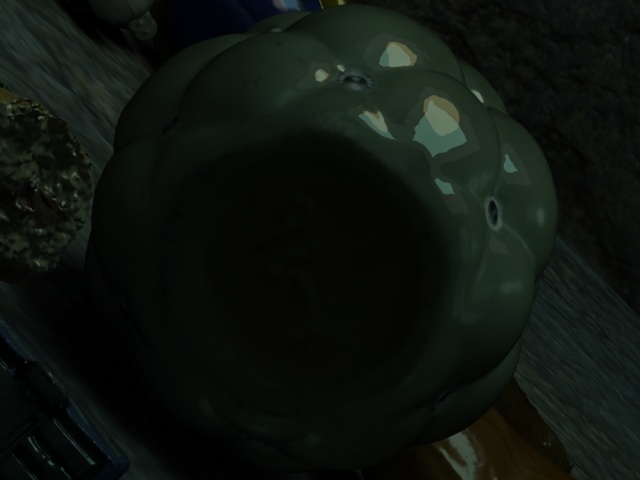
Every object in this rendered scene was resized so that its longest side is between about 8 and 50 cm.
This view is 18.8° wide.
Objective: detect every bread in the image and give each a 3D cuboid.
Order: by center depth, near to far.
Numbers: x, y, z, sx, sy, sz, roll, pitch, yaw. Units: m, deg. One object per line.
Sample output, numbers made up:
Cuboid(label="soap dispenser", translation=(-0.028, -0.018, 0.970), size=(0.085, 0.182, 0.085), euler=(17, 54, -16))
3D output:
Cuboid(label="bread", translation=(-0.166, -0.034, 0.866), size=(0.106, 0.082, 0.125), euler=(19, -8, 21))

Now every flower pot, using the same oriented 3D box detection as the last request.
Cuboid(label="flower pot", translation=(0.000, 0.000, 0.992), size=(0.246, 0.246, 0.195), euler=(45, 11, -4))

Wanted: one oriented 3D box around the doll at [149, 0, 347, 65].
Cuboid(label="doll", translation=(-0.068, -0.206, 1.695), size=(0.311, 0.159, 0.242), euler=(46, 11, 20))

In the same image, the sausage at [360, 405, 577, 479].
Cuboid(label="sausage", translation=(0.137, 0.195, 1.119), size=(0.354, 0.116, 0.134), euler=(45, 25, 10))

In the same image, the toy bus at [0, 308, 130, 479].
Cuboid(label="toy bus", translation=(-0.142, 0.049, 0.777), size=(0.153, 0.051, 0.061), euler=(48, -2, 12))

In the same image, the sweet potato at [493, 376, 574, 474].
Cuboid(label="sweet potato", translation=(0.072, 0.093, 1.302), size=(0.341, 0.092, 0.114), euler=(27, 38, -57))

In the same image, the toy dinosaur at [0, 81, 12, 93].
Cuboid(label="toy dinosaur", translation=(-0.188, -0.069, 1.028), size=(0.132, 0.059, 0.096), euler=(36, 6, -7))

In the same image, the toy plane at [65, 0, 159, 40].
Cuboid(label="toy plane", translation=(-0.186, -0.233, 1.566), size=(0.174, 0.080, 0.174), euler=(59, -3, 5))
